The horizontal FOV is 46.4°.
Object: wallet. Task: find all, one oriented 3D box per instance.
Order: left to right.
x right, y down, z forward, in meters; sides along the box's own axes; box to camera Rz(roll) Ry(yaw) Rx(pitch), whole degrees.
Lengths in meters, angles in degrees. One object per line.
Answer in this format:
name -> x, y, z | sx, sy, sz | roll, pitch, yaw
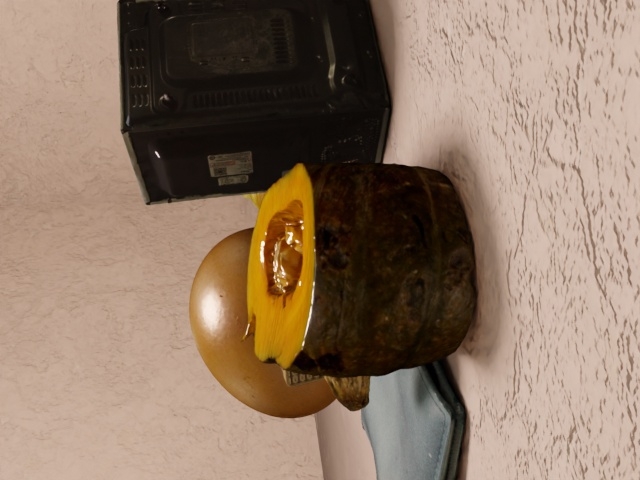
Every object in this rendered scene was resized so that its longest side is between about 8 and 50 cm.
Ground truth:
wallet -> 0.086, 0.175, 0.815 | 0.290, 0.054, 0.251 | -104, 11, -58

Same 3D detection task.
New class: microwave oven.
microwave oven -> -0.082, -0.187, 0.900 | 0.181, 0.295, 0.238 | 95, 168, -62

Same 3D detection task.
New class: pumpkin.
pumpkin -> 0.019, 0.049, 0.693 | 0.317, 0.139, 0.222 | 167, 106, -71

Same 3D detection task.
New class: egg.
egg -> -0.073, 0.142, 1.283 | 0.282, 0.282, 0.351 | -110, -4, -70

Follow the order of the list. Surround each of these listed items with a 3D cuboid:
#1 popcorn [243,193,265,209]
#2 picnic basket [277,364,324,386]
popcorn -> -0.058, -0.165, 1.190 | 0.286, 0.215, 0.252 | 142, 128, -80
picnic basket -> 0.013, 0.110, 0.971 | 0.079, 0.164, 0.115 | -120, 22, -55
